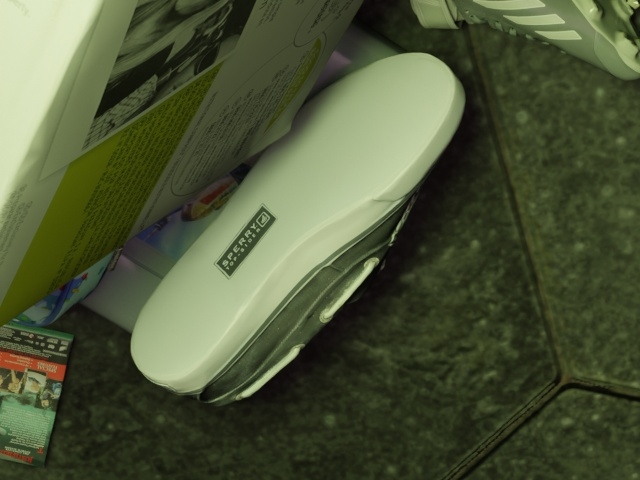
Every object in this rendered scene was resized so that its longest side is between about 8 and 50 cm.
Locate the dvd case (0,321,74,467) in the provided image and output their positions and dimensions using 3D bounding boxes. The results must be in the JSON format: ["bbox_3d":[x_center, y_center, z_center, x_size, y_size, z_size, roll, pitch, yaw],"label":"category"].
[{"bbox_3d":[-0.246,0.117,1.501,0.087,0.013,0.119,12,113,-6],"label":"dvd case"}]

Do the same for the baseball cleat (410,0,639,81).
[{"bbox_3d":[0.137,-0.169,1.353,0.206,0.072,0.109,41,122,-13],"label":"baseball cleat"}]

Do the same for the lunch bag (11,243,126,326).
[{"bbox_3d":[-0.231,-0.058,1.348,0.219,0.090,0.176,30,114,10],"label":"lunch bag"}]

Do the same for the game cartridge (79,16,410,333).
[{"bbox_3d":[-0.066,-0.047,1.407,0.198,0.062,0.297,30,111,-18],"label":"game cartridge"}]

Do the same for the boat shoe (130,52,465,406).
[{"bbox_3d":[0.000,0.000,1.352,0.301,0.108,0.102,-49,140,6],"label":"boat shoe"}]

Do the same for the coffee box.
[{"bbox_3d":[-0.171,-0.204,1.057,0.337,0.334,0.338,43,138,11],"label":"coffee box"}]
